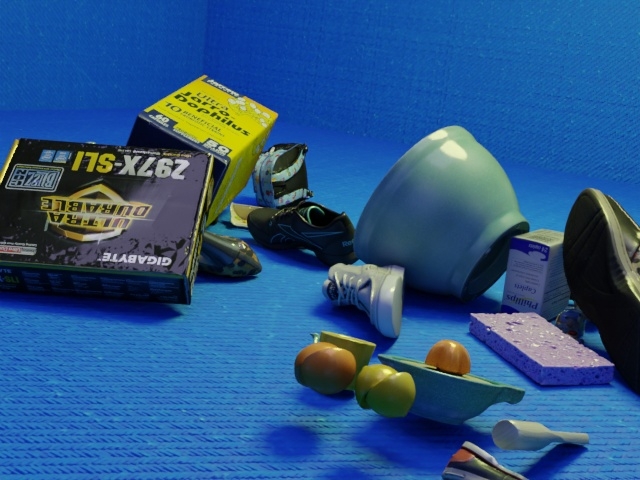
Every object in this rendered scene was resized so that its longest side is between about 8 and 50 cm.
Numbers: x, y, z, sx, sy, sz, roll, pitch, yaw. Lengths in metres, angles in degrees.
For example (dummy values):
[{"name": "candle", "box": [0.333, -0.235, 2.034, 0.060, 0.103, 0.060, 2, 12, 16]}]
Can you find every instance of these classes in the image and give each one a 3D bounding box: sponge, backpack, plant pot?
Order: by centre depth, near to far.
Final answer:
[{"name": "sponge", "box": [0.312, 0.152, 1.222, 0.117, 0.031, 0.210, 2, 14, -18]}, {"name": "plant pot", "box": [0.229, -0.020, 1.450, 0.196, 0.293, 0.293, 41, 29, 25]}, {"name": "backpack", "box": [-0.104, -0.141, 2.006, 0.117, 0.158, 0.173, 3, 23, 24]}]

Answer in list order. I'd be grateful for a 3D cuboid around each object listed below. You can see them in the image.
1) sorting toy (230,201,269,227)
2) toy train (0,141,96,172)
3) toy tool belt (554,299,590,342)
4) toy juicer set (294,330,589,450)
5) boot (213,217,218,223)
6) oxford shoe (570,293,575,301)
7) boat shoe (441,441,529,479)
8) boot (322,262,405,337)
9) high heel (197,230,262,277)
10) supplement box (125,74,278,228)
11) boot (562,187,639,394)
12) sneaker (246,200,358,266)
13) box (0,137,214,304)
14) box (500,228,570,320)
[{"name": "sorting toy", "box": [-0.158, -0.046, 1.806, 0.083, 0.044, 0.075, 8, 21, 6]}, {"name": "toy train", "box": [-0.438, -0.085, 1.530, 0.334, 0.142, 0.190, -11, -2, 24]}, {"name": "toy tool belt", "box": [0.396, 0.125, 1.329, 0.052, 0.051, 0.083, 10, 14, 14]}, {"name": "toy juicer set", "box": [0.128, 0.151, 0.918, 0.329, 0.089, 0.209, 13, -4, 20]}, {"name": "boot", "box": [-0.326, -0.093, 1.887, 0.207, 0.090, 0.248, 16, 10, -13]}, {"name": "oxford shoe", "box": [0.467, 0.092, 1.470, 0.096, 0.082, 0.227, 2, 3, 23]}, {"name": "boat shoe", "box": [0.172, 0.237, 0.790, 0.043, 0.049, 0.137, -46, 39, -16]}, {"name": "boot", "box": [0.062, 0.087, 1.288, 0.124, 0.095, 0.258, 2, 5, 8]}, {"name": "high heel", "box": [-0.228, 0.020, 1.494, 0.186, 0.093, 0.261, 29, -16, -31]}, {"name": "supplement box", "box": [-0.252, -0.180, 1.747, 0.194, 0.195, 0.356, 28, 26, 1]}, {"name": "boot", "box": [0.539, 0.077, 1.252, 0.284, 0.138, 0.377, 6, 37, -13]}, {"name": "sneaker", "box": [-0.035, -0.035, 1.620, 0.267, 0.106, 0.101, 14, 46, 33]}, {"name": "box", "box": [-0.338, -0.035, 1.295, 0.322, 0.079, 0.257, 5, 48, 1]}, {"name": "box", "box": [0.364, 0.058, 1.408, 0.072, 0.137, 0.126, 15, 16, 36]}]
